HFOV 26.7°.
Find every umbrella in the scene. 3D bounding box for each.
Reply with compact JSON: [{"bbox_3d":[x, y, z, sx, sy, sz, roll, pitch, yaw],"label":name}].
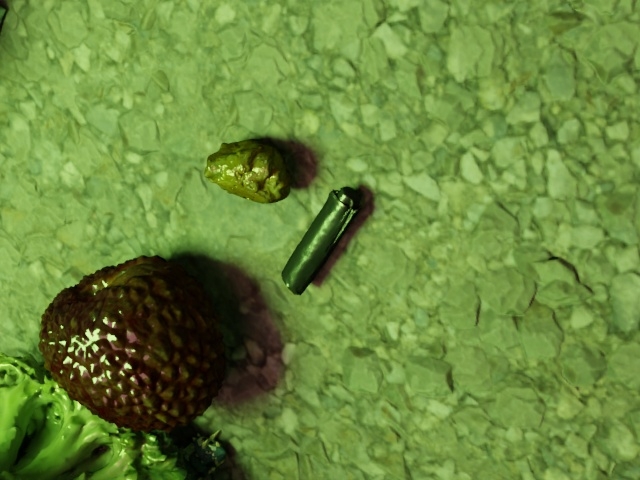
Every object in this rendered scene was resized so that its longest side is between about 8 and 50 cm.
[{"bbox_3d":[-0.001,-0.001,1.318,0.036,0.031,0.133,40,124,8],"label":"umbrella"}]

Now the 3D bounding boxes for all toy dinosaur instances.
[{"bbox_3d":[-0.137,0.242,1.501,0.047,0.030,0.083,51,125,3],"label":"toy dinosaur"}]

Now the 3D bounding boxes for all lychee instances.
[{"bbox_3d":[-0.185,0.112,1.390,0.188,0.188,0.188,12,116,26],"label":"lychee"}]

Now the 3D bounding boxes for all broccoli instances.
[{"bbox_3d":[-0.347,0.250,1.427,0.353,0.397,0.275,-6,82,60],"label":"broccoli"}]

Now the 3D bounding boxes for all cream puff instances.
[{"bbox_3d":[-0.068,-0.070,1.307,0.083,0.058,0.083,32,163,-31],"label":"cream puff"}]

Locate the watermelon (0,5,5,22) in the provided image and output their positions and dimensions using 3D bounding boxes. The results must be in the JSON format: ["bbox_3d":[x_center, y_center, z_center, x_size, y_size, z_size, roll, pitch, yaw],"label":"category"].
[{"bbox_3d":[-0.459,-0.149,1.463,0.180,0.224,0.305,14,126,-27],"label":"watermelon"}]
